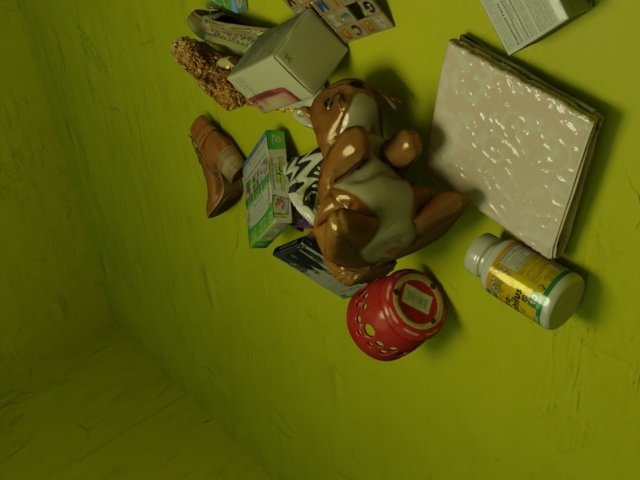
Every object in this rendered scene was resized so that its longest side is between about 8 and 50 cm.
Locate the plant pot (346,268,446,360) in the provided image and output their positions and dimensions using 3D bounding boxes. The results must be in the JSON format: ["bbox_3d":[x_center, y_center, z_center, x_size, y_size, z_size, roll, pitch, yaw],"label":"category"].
[{"bbox_3d":[0.178,0.169,1.807,0.191,0.191,0.174,58,148,4],"label":"plant pot"}]

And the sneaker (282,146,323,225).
[{"bbox_3d":[0.006,-0.141,1.832,0.094,0.153,0.235,45,-163,-33],"label":"sneaker"}]

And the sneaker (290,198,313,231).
[{"bbox_3d":[-0.034,-0.086,2.023,0.104,0.095,0.236,53,155,1],"label":"sneaker"}]

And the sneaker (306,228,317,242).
[{"bbox_3d":[0.000,0.000,2.045,0.083,0.084,0.215,59,152,13],"label":"sneaker"}]

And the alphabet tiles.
[{"bbox_3d":[0.016,-0.482,1.590,0.198,0.009,0.237,44,158,-26],"label":"alphabet tiles"}]

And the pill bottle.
[{"bbox_3d":[0.379,0.069,1.483,0.208,0.117,0.118,35,142,37],"label":"pill bottle"}]

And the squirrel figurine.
[{"bbox_3d":[0.068,-0.123,1.615,0.397,0.281,0.370,105,147,-61],"label":"squirrel figurine"}]

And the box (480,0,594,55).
[{"bbox_3d":[0.330,-0.379,1.220,0.126,0.072,0.137,62,150,-2],"label":"box"}]

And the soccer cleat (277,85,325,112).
[{"bbox_3d":[-0.048,-0.342,1.848,0.196,0.068,0.076,10,108,52],"label":"soccer cleat"}]

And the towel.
[{"bbox_3d":[0.333,-0.167,1.413,0.332,0.053,0.317,42,146,33],"label":"towel"}]

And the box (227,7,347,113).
[{"bbox_3d":[-0.076,-0.387,1.721,0.127,0.149,0.232,43,159,-24],"label":"box"}]

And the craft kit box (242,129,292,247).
[{"bbox_3d":[-0.143,-0.128,2.059,0.250,0.061,0.247,141,128,-65],"label":"craft kit box"}]

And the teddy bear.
[{"bbox_3d":[-0.256,-0.430,1.944,0.245,0.113,0.338,38,-171,-17],"label":"teddy bear"}]

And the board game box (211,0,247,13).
[{"bbox_3d":[-0.260,-0.663,1.915,0.211,0.039,0.160,36,142,38],"label":"board game box"}]

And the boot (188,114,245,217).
[{"bbox_3d":[-0.329,-0.215,2.331,0.220,0.109,0.283,50,147,16],"label":"boot"}]

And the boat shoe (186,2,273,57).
[{"bbox_3d":[-0.214,-0.520,1.919,0.285,0.104,0.089,31,124,28],"label":"boat shoe"}]

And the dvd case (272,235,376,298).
[{"bbox_3d":[0.013,0.073,2.016,0.238,0.030,0.179,32,157,-19],"label":"dvd case"}]
